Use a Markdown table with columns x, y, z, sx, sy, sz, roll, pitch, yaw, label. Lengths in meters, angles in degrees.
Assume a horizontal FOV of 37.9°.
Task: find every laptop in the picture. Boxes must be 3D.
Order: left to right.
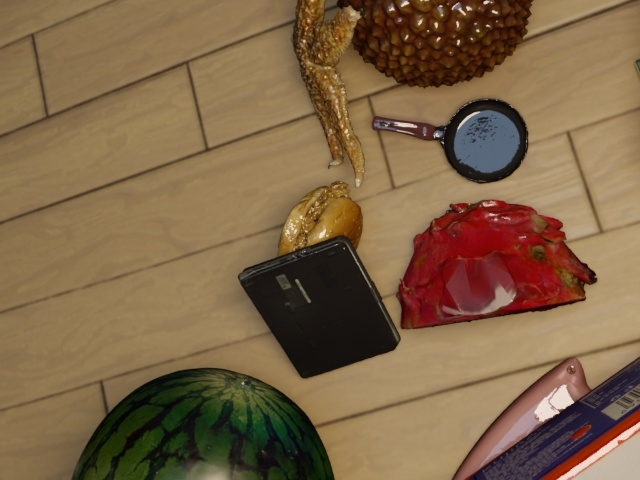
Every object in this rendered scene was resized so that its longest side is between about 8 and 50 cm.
| x | y | z | sx | sy | sz | roll | pitch | yaw | label |
| --- | --- | --- | --- | --- | --- | --- | --- | --- | --- |
| 0.004 | 0.092 | 1.215 | 0.153 | 0.207 | 0.026 | -18 | 38 | 13 | laptop |

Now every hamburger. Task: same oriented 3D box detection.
| x | y | z | sx | sy | sz | roll | pitch | yaw | label |
| --- | --- | --- | --- | --- | --- | --- | --- | --- | --- |
| 0.000 | 0.000 | 1.245 | 0.083 | 0.138 | 0.147 | 24 | 127 | 15 | hamburger |

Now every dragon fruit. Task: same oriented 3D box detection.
| x | y | z | sx | sy | sz | roll | pitch | yaw | label |
| --- | --- | --- | --- | --- | --- | --- | --- | --- | --- |
| 0.215 | 0.038 | 1.183 | 0.261 | 0.189 | 0.163 | -9 | 110 | 12 | dragon fruit |

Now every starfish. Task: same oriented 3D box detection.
| x | y | z | sx | sy | sz | roll | pitch | yaw | label |
| --- | --- | --- | --- | --- | --- | --- | --- | --- | --- |
| 0.002 | -0.241 | 1.223 | 0.060 | 0.302 | 0.299 | -12 | 60 | -10 | starfish |

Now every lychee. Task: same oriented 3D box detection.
| x | y | z | sx | sy | sz | roll | pitch | yaw | label |
| --- | --- | --- | --- | --- | --- | --- | --- | --- | --- |
| 0.141 | -0.323 | 1.190 | 0.267 | 0.267 | 0.268 | -2 | 82 | 17 | lychee |

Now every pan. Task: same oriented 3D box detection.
| x | y | z | sx | sy | sz | roll | pitch | yaw | label |
| --- | --- | --- | --- | --- | --- | --- | --- | --- | --- |
| 0.174 | -0.140 | 1.263 | 0.212 | 0.040 | 0.115 | 9 | 86 | 11 | pan |

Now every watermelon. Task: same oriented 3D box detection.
| x | y | z | sx | sy | sz | roll | pitch | yaw | label |
| --- | --- | --- | --- | --- | --- | --- | --- | --- | --- |
| -0.141 | 0.335 | 1.147 | 0.363 | 0.363 | 0.363 | -2 | 82 | 17 | watermelon |

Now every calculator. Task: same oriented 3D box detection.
| x | y | z | sx | sy | sz | roll | pitch | yaw | label |
| --- | --- | --- | --- | --- | --- | --- | --- | --- | --- |
| 0.281 | 0.324 | 1.164 | 0.220 | 0.048 | 0.330 | 37 | 94 | 16 | calculator |

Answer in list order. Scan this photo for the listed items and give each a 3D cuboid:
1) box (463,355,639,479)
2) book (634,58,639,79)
| x | y | z | sx | sy | sz | roll | pitch | yaw | label |
| --- | --- | --- | --- | --- | --- | --- | --- | --- | --- |
| 0.374 | 0.313 | 0.987 | 0.348 | 0.257 | 0.319 | -37 | 87 | 1 | box |
| 0.554 | -0.179 | 1.159 | 0.264 | 0.027 | 0.202 | -19 | 76 | 14 | book |
